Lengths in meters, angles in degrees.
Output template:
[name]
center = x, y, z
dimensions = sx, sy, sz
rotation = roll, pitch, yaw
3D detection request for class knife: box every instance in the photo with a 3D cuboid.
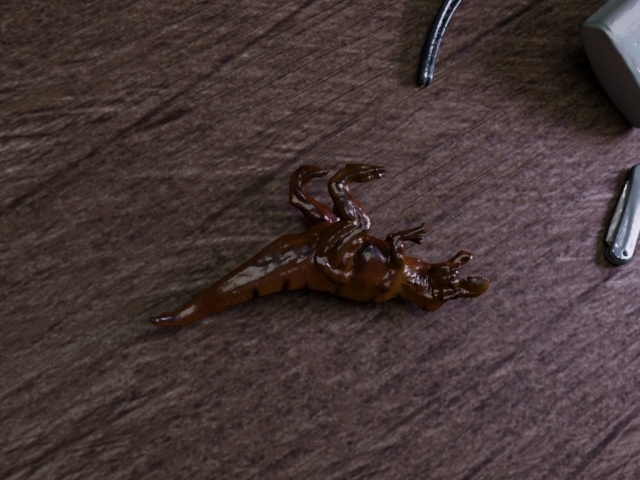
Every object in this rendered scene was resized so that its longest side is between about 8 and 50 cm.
[knife]
center = 0.432, -0.039, 1.590
dimensions = 0.044, 0.023, 0.162
rotation = 23, 67, -4

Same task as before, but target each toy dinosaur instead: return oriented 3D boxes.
[toy dinosaur]
center = 0.000, 0.000, 1.410
dimensions = 0.432, 0.097, 0.208
rotation = -1, 81, -13

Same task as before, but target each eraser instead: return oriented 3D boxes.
[eraser]
center = 0.521, -0.317, 1.613
dimensions = 0.290, 0.104, 0.189
rotation = -41, 110, -8

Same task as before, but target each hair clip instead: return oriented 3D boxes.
[hair clip]
center = 0.196, -0.331, 1.614
dimensions = 0.083, 0.048, 0.275
rotation = 36, 70, -4
